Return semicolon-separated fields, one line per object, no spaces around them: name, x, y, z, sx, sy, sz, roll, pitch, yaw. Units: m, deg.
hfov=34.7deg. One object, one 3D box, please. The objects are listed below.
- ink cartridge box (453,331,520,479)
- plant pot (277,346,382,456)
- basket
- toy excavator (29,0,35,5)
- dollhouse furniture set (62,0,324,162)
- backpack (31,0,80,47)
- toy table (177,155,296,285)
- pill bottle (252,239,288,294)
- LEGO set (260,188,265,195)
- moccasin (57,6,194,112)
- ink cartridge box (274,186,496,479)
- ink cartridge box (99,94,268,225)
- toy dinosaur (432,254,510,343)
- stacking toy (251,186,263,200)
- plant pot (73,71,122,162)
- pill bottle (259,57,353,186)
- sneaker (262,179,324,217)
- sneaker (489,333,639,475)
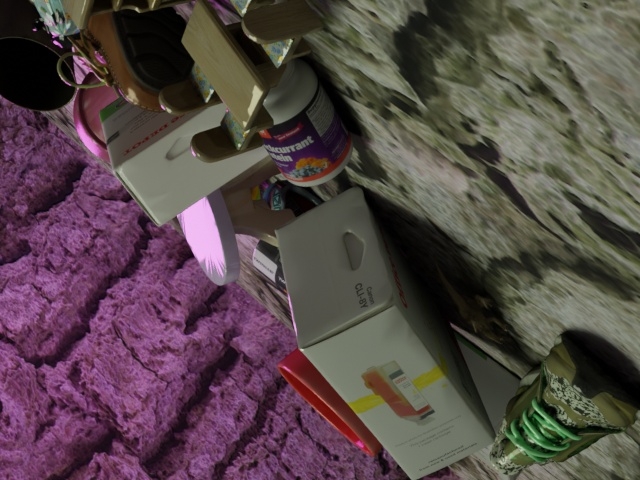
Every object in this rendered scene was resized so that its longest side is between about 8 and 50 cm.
ink cartridge box;0.289;0.306;1.880;0.201;0.117;0.278;36;166;33
plant pot;0.089;0.258;2.076;0.275;0.243;0.275;42;169;10
basket;-0.544;-0.391;1.931;0.204;0.154;0.227;57;-160;-53
toy excavator;-0.548;-0.519;1.632;0.445;0.222;0.433;37;171;-10
dollhouse furniture set;-0.153;-0.231;1.150;0.242;0.161;0.212;55;143;17
backpack;-0.394;-0.412;1.631;0.115;0.152;0.182;30;151;31
toy table;-0.145;-0.069;1.724;0.274;0.160;0.252;67;155;11
pill bottle;-0.009;0.070;2.026;0.245;0.130;0.130;37;167;29
LEGO set;-0.140;-0.112;2.086;0.083;0.023;0.054;50;167;-30
moccasin;-0.273;-0.271;1.387;0.139;0.147;0.380;16;-154;-39
ink cartridge box;0.099;0.146;1.600;0.385;0.160;0.279;54;-166;-39
ink cartridge box;-0.206;-0.162;1.509;0.115;0.198;0.273;56;-179;-29
toy dinosaur;0.225;0.106;1.542;0.183;0.053;0.092;47;170;-17
stacking toy;-0.172;-0.083;2.007;0.175;0.166;0.302;36;173;31
plant pot;-0.336;-0.257;1.868;0.201;0.201;0.180;45;152;-6
pill bottle;-0.040;-0.167;1.326;0.108;0.108;0.193;33;165;42
sneaker;0.000;0.000;1.811;0.262;0.104;0.125;45;167;-6
sneaker;0.325;0.265;1.443;0.158;0.182;0.410;41;168;15
